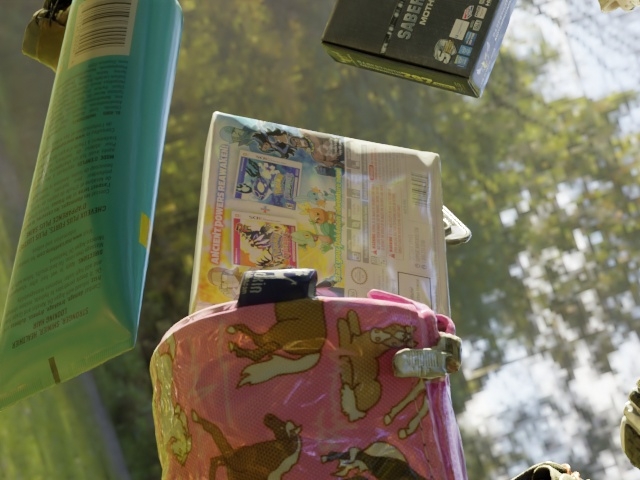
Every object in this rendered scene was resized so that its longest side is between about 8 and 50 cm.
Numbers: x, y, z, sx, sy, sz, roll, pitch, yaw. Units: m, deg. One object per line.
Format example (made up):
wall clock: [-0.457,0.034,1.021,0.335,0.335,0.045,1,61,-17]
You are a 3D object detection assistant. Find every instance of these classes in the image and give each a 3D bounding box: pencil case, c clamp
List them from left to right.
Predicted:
pencil case: [0.016,0.211,0.708,0.167,0.160,0.386,127,-42,-57]
c clamp: [0.081,-0.020,1.478,0.161,0.137,0.022,-115,-153,-69]

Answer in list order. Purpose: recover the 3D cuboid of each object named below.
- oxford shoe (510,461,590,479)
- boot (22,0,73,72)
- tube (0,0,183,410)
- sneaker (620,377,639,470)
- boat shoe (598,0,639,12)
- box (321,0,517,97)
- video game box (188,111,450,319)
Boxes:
oxford shoe: [0.272,0.295,1.443,0.140,0.397,0.146,-165,-109,-70]
boot: [-0.315,-0.268,1.776,0.219,0.106,0.082,109,5,-55]
tube: [-0.094,-0.027,0.609,0.052,0.080,0.207,35,41,-32]
sneaker: [0.439,0.148,1.588,0.110,0.118,0.292,53,-55,36]
boat shoe: [0.281,-0.224,1.307,0.100,0.035,0.035,176,-90,-67]
box: [0.127,-0.289,1.596,0.233,0.183,0.059,-67,155,-10]
video game box: [0.000,0.000,1.088,0.205,0.187,0.048,-89,-165,-45]
